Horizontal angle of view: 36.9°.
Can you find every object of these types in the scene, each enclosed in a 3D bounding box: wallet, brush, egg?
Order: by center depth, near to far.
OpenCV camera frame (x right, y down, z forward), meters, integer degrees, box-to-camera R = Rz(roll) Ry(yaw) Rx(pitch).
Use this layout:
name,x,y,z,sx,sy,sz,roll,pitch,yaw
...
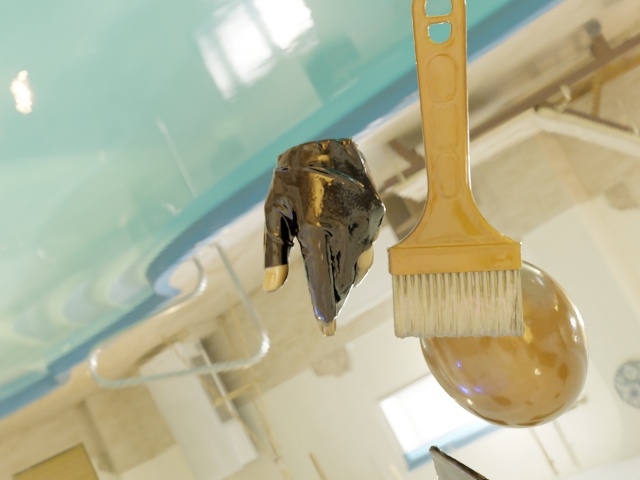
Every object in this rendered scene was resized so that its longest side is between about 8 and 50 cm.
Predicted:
name,x,y,z,sx,sy,sz,roll,pitch,yaw
brush,0.096,-0.059,0.724,0.103,0.272,0.013,-2,-174,15
egg,0.350,0.190,1.824,0.301,0.374,0.301,-15,127,-21
wallet,0.297,0.512,1.962,0.030,0.146,0.285,-52,150,-22

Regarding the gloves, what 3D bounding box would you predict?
name,x,y,z,sx,sy,sz,roll,pitch,yaw
gloves,0.001,-0.004,1.467,0.197,0.301,0.152,-7,-167,-10
